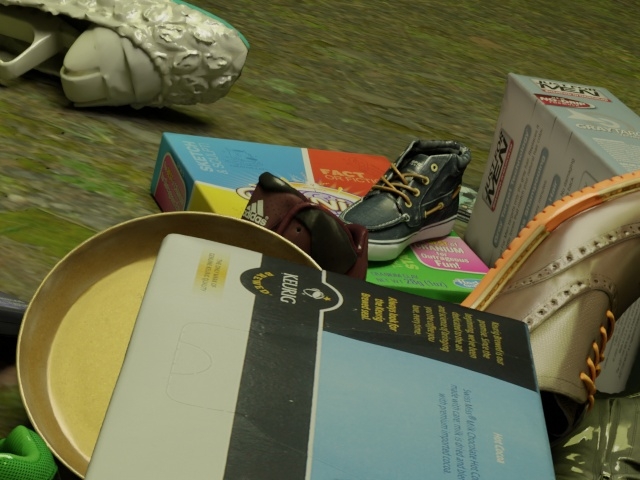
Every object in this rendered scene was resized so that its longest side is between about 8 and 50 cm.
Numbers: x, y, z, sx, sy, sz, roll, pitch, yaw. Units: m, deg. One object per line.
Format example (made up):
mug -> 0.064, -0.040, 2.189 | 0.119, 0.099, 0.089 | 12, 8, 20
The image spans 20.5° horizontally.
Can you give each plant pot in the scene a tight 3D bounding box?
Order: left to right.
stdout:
plant pot -> -0.093, 0.085, 1.237 | 0.236, 0.032, 0.236 | 2, 58, -4

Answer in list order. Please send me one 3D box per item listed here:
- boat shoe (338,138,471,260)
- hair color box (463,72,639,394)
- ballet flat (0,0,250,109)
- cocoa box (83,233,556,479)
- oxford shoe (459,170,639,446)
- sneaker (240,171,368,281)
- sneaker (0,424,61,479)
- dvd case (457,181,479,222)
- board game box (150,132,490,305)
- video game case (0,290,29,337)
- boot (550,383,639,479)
boat shoe -> 0.068, -0.040, 1.546 | 0.065, 0.083, 0.183 | 25, 24, 26
hair color box -> 0.261, 0.000, 1.608 | 0.113, 0.185, 0.374 | 6, 23, -20
ballet flat -> -0.281, -0.209, 1.914 | 0.409, 0.147, 0.147 | 18, 21, 17
cocoa box -> -0.014, 0.180, 0.915 | 0.228, 0.231, 0.347 | 14, 21, -3
oxford shoe -> 0.171, 0.079, 1.302 | 0.363, 0.130, 0.133 | -37, 51, -16
sneaker -> -0.083, 0.025, 1.346 | 0.281, 0.162, 0.106 | -5, 26, -33
sneaker -> -0.298, 0.116, 1.018 | 0.343, 0.146, 0.134 | 17, 21, 8
dvd case -> 0.163, -0.038, 1.881 | 0.119, 0.013, 0.087 | 22, 22, 17
board game box -> 0.000, 0.000, 1.610 | 0.242, 0.064, 0.316 | 5, 23, -23
video game case -> -0.345, 0.013, 1.315 | 0.274, 0.026, 0.196 | 22, 0, 17
boot -> 0.254, 0.174, 1.337 | 0.246, 0.083, 0.161 | 1, 28, -12
